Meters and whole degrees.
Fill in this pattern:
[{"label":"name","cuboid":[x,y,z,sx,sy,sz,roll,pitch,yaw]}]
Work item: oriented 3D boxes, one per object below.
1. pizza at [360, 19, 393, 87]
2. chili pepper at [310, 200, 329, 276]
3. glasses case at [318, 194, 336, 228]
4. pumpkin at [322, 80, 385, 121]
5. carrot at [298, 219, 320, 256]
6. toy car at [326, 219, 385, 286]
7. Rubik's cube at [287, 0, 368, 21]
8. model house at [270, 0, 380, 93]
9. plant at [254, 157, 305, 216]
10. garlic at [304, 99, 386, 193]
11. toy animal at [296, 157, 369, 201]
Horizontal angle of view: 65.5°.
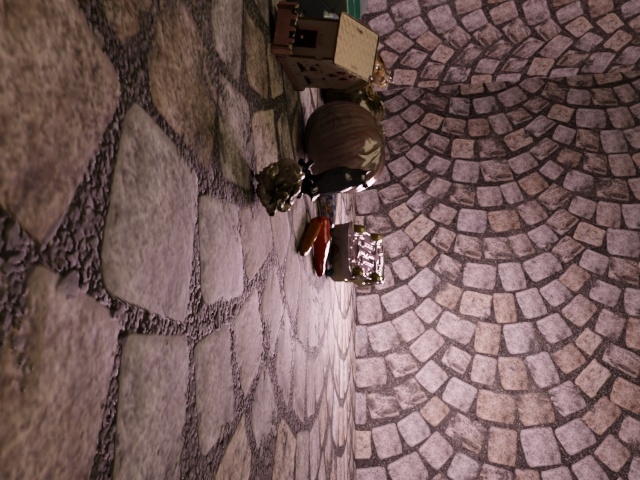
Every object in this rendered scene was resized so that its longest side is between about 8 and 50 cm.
[{"label":"pizza","cuboid":[0.114,-0.845,2.164,0.434,0.080,0.392,56,-8,-22]},{"label":"chili pepper","cuboid":[0.000,0.000,1.671,0.071,0.064,0.271,-33,124,-66]},{"label":"glasses case","cuboid":[0.026,-0.168,1.859,0.087,0.065,0.247,-64,152,-69]},{"label":"pumpkin","cuboid":[0.106,-0.585,2.107,0.232,0.242,0.324,-49,119,-34]},{"label":"carrot","cuboid":[-0.034,-0.007,1.502,0.248,0.043,0.043,-69,155,-65]},{"label":"toy car","cuboid":[0.127,0.072,2.144,0.336,0.227,0.241,20,66,-53]},{"label":"Rubik's cube","cuboid":[0.020,-0.705,1.455,0.213,0.225,0.265,-57,150,-49]},{"label":"model house","cuboid":[0.028,-0.500,1.297,0.326,0.245,0.168,12,88,-82]},{"label":"plant","cuboid":[-0.072,-0.094,0.967,0.122,0.105,0.116,-116,-166,-55]},{"label":"garlic","cuboid":[0.084,-0.286,1.560,0.317,0.260,0.317,61,6,-12]},{"label":"toy animal","cuboid":[0.031,-0.164,1.374,0.117,0.210,0.121,-79,165,-52]}]
